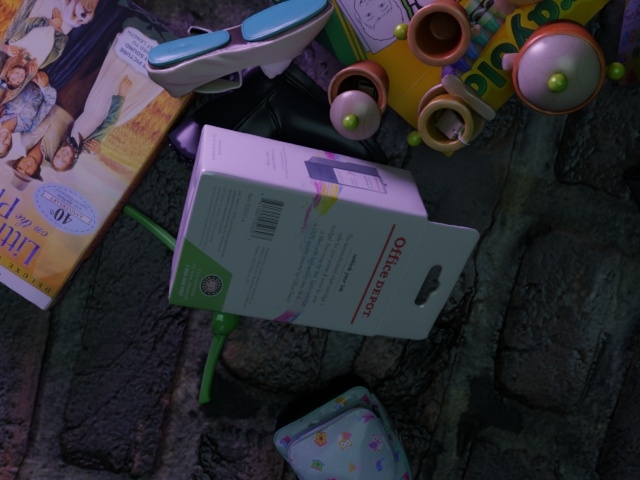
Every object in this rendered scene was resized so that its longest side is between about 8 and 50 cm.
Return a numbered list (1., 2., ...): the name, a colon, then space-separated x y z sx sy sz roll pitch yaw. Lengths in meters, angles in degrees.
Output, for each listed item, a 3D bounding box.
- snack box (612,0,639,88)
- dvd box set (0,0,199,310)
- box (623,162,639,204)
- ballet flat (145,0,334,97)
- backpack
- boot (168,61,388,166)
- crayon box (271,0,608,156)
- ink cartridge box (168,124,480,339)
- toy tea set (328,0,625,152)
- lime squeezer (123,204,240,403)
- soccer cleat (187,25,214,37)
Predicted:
1. snack box: 0.436 -0.279 0.955 0.037 0.100 0.141 6 98 -1
2. dvd box set: -0.383 -0.159 0.979 0.307 0.062 0.420 36 95 -5
3. box: 0.537 -0.060 0.900 0.165 0.270 0.143 -31 97 3
4. ballet flat: -0.095 -0.236 0.900 0.248 0.086 0.086 -14 98 9
5. backpack: 0.040 0.309 1.009 0.165 0.144 0.189 -30 100 -2
6. boot: -0.061 -0.121 0.970 0.246 0.094 0.207 42 92 0
7. crayon box: 0.167 -0.336 0.863 0.313 0.106 0.363 40 125 -5
8. ink cartridge box: 0.000 0.000 0.925 0.353 0.119 0.207 12 124 -15
9. toy tea set: 0.160 -0.189 0.815 0.336 0.124 0.200 -30 108 32
10. lime squeezer: -0.177 0.079 1.027 0.109 0.059 0.311 -15 100 32
11. soccer cleat: -0.145 -0.271 0.980 0.083 0.035 0.029 27 96 -4
